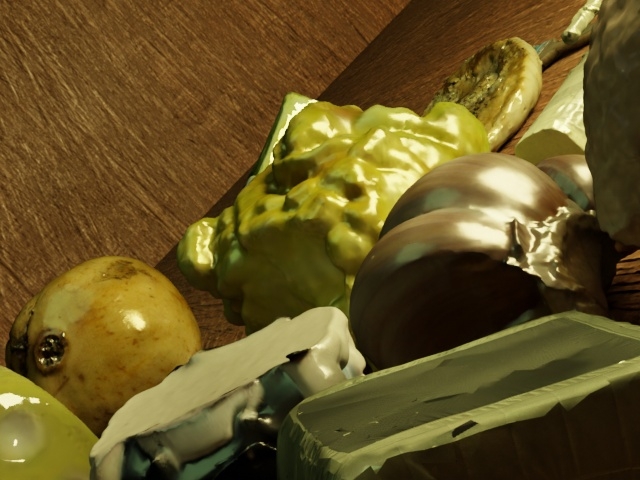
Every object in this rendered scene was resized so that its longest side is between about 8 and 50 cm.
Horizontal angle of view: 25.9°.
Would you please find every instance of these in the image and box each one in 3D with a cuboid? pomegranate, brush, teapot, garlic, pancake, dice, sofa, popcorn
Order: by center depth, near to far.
[{"bbox_3d":[0.102,0.148,0.691,0.225,0.176,0.210,-17,5,-11],"label":"sofa"},{"bbox_3d":[0.115,0.016,0.930,0.191,0.160,0.214,-37,18,44],"label":"garlic"},{"bbox_3d":[0.242,-0.139,1.223,0.200,0.107,0.077,-50,8,-32],"label":"teapot"},{"bbox_3d":[0.017,-0.007,1.223,0.250,0.235,0.241,-4,13,38],"label":"popcorn"},{"bbox_3d":[-0.370,0.297,1.542,0.238,0.233,0.227,-51,13,-29],"label":"dice"},{"bbox_3d":[0.132,-0.105,1.670,0.356,0.065,0.356,-44,9,9],"label":"pancake"},{"bbox_3d":[0.285,-0.230,1.682,0.070,0.021,0.196,-51,12,-26],"label":"brush"},{"bbox_3d":[-0.282,0.148,1.825,0.260,0.260,0.260,-43,10,9],"label":"pomegranate"}]

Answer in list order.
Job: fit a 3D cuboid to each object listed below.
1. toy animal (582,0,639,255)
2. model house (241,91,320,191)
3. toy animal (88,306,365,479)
[{"bbox_3d":[0.279,-0.146,0.851,0.358,0.188,0.226,-51,17,6],"label":"toy animal"},{"bbox_3d":[0.000,0.000,1.426,0.170,0.194,0.211,-58,9,52],"label":"model house"},{"bbox_3d":[-0.047,0.161,1.030,0.208,0.156,0.204,-26,10,10],"label":"toy animal"}]
